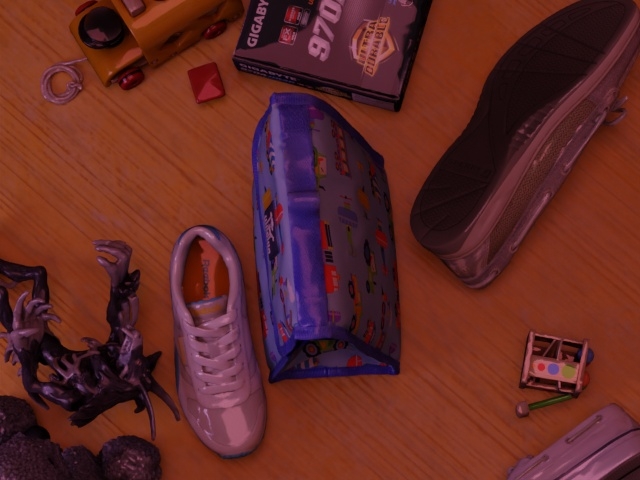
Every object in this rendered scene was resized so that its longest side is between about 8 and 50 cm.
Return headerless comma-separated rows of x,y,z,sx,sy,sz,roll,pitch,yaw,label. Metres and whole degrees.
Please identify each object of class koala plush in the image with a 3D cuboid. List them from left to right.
-0.270,0.248,1.763,0.196,0.221,0.203,17,80,6,koala plush

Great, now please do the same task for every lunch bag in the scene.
0.000,0.000,1.763,0.138,0.293,0.221,-5,78,2,lunch bag

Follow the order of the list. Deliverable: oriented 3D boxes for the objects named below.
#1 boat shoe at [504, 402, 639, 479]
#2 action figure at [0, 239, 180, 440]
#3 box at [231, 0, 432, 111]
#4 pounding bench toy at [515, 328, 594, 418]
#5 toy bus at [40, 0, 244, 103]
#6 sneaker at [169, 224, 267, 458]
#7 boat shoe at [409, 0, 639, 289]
0.212,0.239,1.822,0.226,0.083,0.076,-31,52,-5,boat shoe
-0.248,0.078,1.832,0.275,0.164,0.141,29,126,15,action figure
0.026,-0.256,1.939,0.175,0.051,0.220,16,80,6,box
0.225,0.134,1.846,0.065,0.052,0.083,10,79,5,pounding bench toy
-0.178,-0.231,1.918,0.191,0.104,0.202,11,79,6,toy bus
-0.106,0.098,1.852,0.087,0.092,0.229,-12,79,-1,sneaker
0.213,-0.101,1.878,0.118,0.103,0.320,22,73,47,boat shoe
